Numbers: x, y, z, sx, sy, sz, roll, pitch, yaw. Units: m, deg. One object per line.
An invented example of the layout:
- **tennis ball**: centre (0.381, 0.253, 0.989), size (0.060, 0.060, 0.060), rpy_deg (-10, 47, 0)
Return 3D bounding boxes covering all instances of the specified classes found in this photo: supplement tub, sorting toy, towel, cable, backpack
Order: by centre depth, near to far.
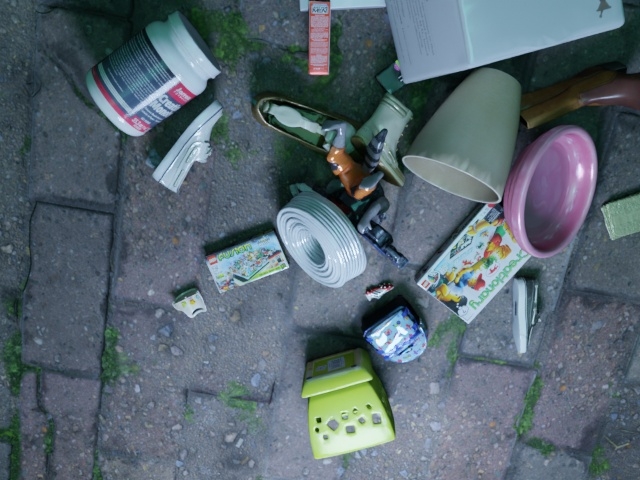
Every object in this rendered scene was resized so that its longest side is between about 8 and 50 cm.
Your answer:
- **supplement tub**: centre (-0.397, -0.397, 1.344), size (0.272, 0.191, 0.191), rpy_deg (-33, 102, 8)
- **cable**: centre (0.000, 0.000, 1.421), size (0.089, 0.257, 0.257), rpy_deg (-36, 135, -28)
- **towel**: centre (0.839, -0.072, 1.511), size (0.148, 0.027, 0.110), rpy_deg (-19, 103, 6)
- **backpack**: centre (0.218, 0.266, 1.554), size (0.158, 0.117, 0.173), rpy_deg (-35, 104, 9)
- **sorting toy**: centre (-0.359, 0.178, 1.571), size (0.083, 0.045, 0.075), rpy_deg (-25, 110, 6)

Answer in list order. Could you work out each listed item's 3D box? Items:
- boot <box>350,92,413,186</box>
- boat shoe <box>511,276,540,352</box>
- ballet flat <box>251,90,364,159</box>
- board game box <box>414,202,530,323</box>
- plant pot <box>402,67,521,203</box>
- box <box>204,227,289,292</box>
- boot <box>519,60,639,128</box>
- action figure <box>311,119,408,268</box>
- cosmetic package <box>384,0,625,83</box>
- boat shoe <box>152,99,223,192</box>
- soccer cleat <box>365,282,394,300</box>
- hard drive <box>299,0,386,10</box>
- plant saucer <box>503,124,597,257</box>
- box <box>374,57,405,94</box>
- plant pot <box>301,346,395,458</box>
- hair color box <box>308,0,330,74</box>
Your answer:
- **boot**: centre (0.185, -0.252, 1.434), size (0.213, 0.077, 0.165), rpy_deg (43, 76, -38)
- **boat shoe**: centre (0.575, 0.209, 1.557), size (0.070, 0.078, 0.219), rpy_deg (-3, 103, 2)
- **ballet flat**: centre (-0.015, -0.284, 1.407), size (0.342, 0.124, 0.116), rpy_deg (23, 101, -6)
- **board game box**: centre (0.428, 0.054, 1.530), size (0.193, 0.053, 0.305), rpy_deg (37, 101, -9)
- **plant pot**: centre (0.372, -0.268, 1.368), size (0.256, 0.256, 0.274), rpy_deg (25, 88, -6)
- **box**: centre (-0.201, 0.056, 1.540), size (0.207, 0.036, 0.114), rpy_deg (-21, 103, 5)
- **boot**: centre (0.620, -0.333, 1.327), size (0.280, 0.264, 0.096), rpy_deg (-18, 129, 3)
- **action figure**: centre (0.128, -0.106, 1.367), size (0.178, 0.330, 0.341), rpy_deg (-41, 66, -9)
- **cosmetic package**: centre (0.347, -0.542, 1.178), size (0.329, 0.394, 0.327), rpy_deg (-17, 104, -8)
- **boat shoe**: centre (-0.322, -0.236, 1.437), size (0.088, 0.096, 0.267), rpy_deg (39, 102, -13)
- **soccer cleat**: centre (0.167, 0.144, 1.568), size (0.083, 0.029, 0.035), rpy_deg (-18, 112, 8)
- **hard drive**: centre (0.048, -0.722, 1.337), size (0.210, 0.040, 0.319), rpy_deg (-3, 104, 1)
- **plant saucer**: centre (0.567, -0.124, 1.402), size (0.332, 0.084, 0.332), rpy_deg (-15, 115, -35)
- **box**: centre (0.188, -0.414, 1.410), size (0.083, 0.052, 0.062), rpy_deg (-35, 102, 9)
- **plant pot**: centre (0.066, 0.431, 1.545), size (0.227, 0.228, 0.207), rpy_deg (-16, 96, 4)
- **hair color box**: centre (-0.004, -0.493, 1.346), size (0.053, 0.093, 0.167), rpy_deg (1, 123, -2)
